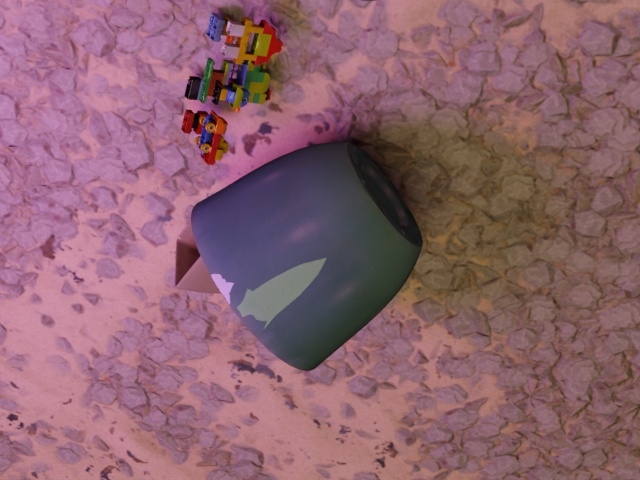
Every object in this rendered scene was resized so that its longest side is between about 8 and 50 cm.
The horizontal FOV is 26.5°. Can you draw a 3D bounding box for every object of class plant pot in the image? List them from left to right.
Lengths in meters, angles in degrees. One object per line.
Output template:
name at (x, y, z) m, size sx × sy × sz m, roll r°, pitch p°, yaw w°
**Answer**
plant pot at (-0.154, 0.019, 2.072) m, size 0.096 × 0.109 × 0.109 m, roll 23°, pitch 128°, yaw -25°
plant pot at (0.000, 0.000, 1.922) m, size 0.235 × 0.293 × 0.293 m, roll -35°, pitch 115°, yaw 16°

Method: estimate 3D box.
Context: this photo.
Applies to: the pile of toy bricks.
pile of toy bricks at (-0.114, -0.216, 1.895) m, size 0.105 × 0.118 × 0.212 m, roll 3°, pitch 116°, yaw -28°
